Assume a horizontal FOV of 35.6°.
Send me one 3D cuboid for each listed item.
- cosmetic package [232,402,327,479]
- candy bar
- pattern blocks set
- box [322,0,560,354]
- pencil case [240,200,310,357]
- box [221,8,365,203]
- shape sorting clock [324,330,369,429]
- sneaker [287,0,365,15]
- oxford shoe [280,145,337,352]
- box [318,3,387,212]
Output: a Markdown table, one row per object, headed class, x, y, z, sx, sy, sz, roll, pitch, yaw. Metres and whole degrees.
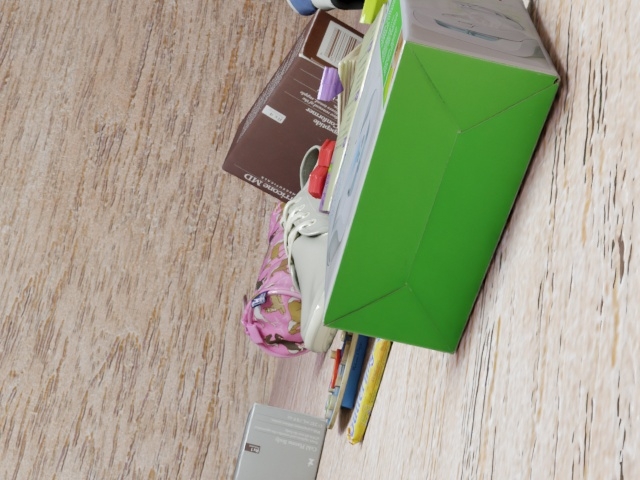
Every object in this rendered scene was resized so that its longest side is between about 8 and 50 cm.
| class | x | y | z | sx | sy | sz | roll | pitch | yaw |
| --- | --- | --- | --- | --- | --- | --- | --- | --- | --- |
| cosmetic package | -0.078 | 0.389 | 1.562 | 0.107 | 0.127 | 0.238 | 116 | 166 | -67 |
| candy bar | 0.060 | 0.171 | 1.194 | 0.040 | 0.018 | 0.161 | -91 | 17 | -76 |
| pattern blocks set | 0.068 | -0.212 | 1.404 | 0.325 | 0.026 | 0.285 | -31 | -47 | -60 |
| box | 0.095 | -0.078 | 0.874 | 0.231 | 0.127 | 0.262 | -86 | 10 | -60 |
| pencil case | -0.046 | 0.057 | 1.964 | 0.160 | 0.167 | 0.386 | -59 | 10 | 33 |
| box | -0.022 | -0.234 | 1.875 | 0.381 | 0.191 | 0.143 | -47 | 19 | 52 |
| shape sorting clock | 0.034 | 0.165 | 1.415 | 0.206 | 0.040 | 0.206 | -165 | 90 | -86 |
| sneaker | 0.108 | -0.489 | 1.792 | 0.182 | 0.315 | 0.127 | 27 | 146 | 49 |
| oxford shoe | 0.000 | 0.000 | 1.475 | 0.449 | 0.130 | 0.169 | -80 | 10 | -54 |
| box | 0.088 | -0.135 | 1.205 | 0.213 | 0.117 | 0.243 | -157 | 82 | -86 |
